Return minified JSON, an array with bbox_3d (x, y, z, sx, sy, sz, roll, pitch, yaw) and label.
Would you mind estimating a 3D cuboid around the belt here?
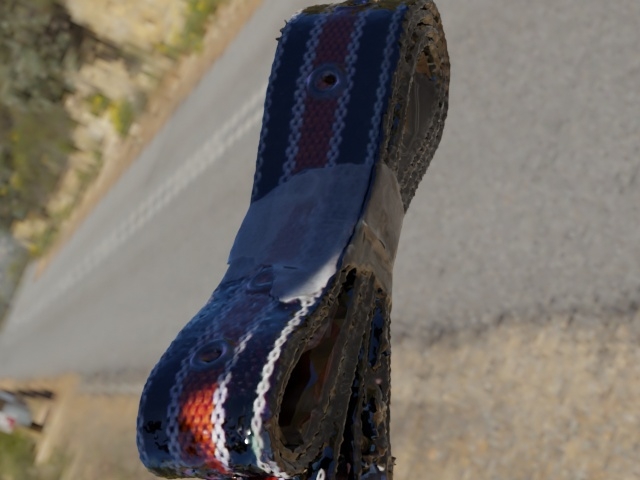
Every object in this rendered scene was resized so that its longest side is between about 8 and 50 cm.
[{"bbox_3d":[0.000,0.000,0.870,0.094,0.126,0.360,-9,50,29],"label":"belt"}]
